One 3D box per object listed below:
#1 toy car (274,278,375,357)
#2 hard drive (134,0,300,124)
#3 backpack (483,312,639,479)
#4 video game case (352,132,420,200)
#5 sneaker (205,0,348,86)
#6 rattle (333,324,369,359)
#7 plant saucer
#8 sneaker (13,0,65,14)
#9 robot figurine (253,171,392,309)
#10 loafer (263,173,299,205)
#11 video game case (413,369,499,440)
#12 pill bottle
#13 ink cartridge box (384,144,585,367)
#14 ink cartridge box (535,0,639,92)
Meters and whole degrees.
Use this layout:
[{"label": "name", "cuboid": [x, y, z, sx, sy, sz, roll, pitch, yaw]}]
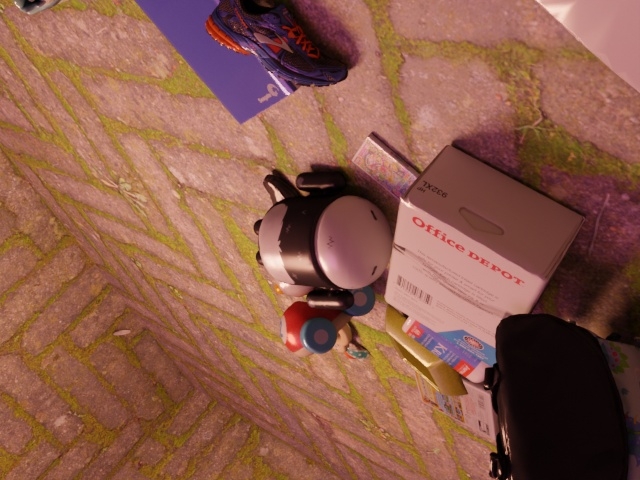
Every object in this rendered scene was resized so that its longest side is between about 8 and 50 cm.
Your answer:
[{"label": "toy car", "cuboid": [-0.042, 0.101, 1.460, 0.238, 0.210, 0.219, 49, 165, -4]}, {"label": "hard drive", "cuboid": [-0.184, -0.345, 1.120, 0.318, 0.040, 0.210, 49, 153, -16]}, {"label": "backpack", "cuboid": [0.394, 0.270, 0.997, 0.273, 0.290, 0.355, -8, 158, 18]}, {"label": "video game case", "cuboid": [0.112, -0.113, 1.117, 0.122, 0.011, 0.087, 40, 155, 1]}, {"label": "sneaker", "cuboid": [-0.058, -0.290, 0.987, 0.221, 0.083, 0.087, 27, 118, -1]}, {"label": "rattle", "cuboid": [0.021, 0.270, 1.722, 0.130, 0.143, 0.199, -9, 122, 35]}, {"label": "plant saucer", "cuboid": [0.210, 0.241, 1.433, 0.188, 0.045, 0.188, 40, 167, 40]}, {"label": "sneaker", "cuboid": [-0.486, -0.484, 1.221, 0.110, 0.122, 0.283, 45, 155, -10]}, {"label": "robot figurine", "cuboid": [0.002, 0.002, 1.261, 0.278, 0.173, 0.209, 1, 137, 45]}, {"label": "loafer", "cuboid": [-0.068, -0.058, 1.396, 0.062, 0.061, 0.170, 1, 134, 55]}, {"label": "video game case", "cuboid": [0.311, 0.356, 1.582, 0.206, 0.026, 0.227, 23, 150, 33]}, {"label": "pill bottle", "cuboid": [0.268, 0.176, 1.233, 0.221, 0.124, 0.124, 36, 154, 11]}, {"label": "ink cartridge box", "cuboid": [0.232, 0.035, 1.049, 0.223, 0.129, 0.307, 32, 154, 19]}, {"label": "ink cartridge box", "cuboid": [0.294, -0.254, 0.388, 0.131, 0.226, 0.306, 42, 156, 0]}]
